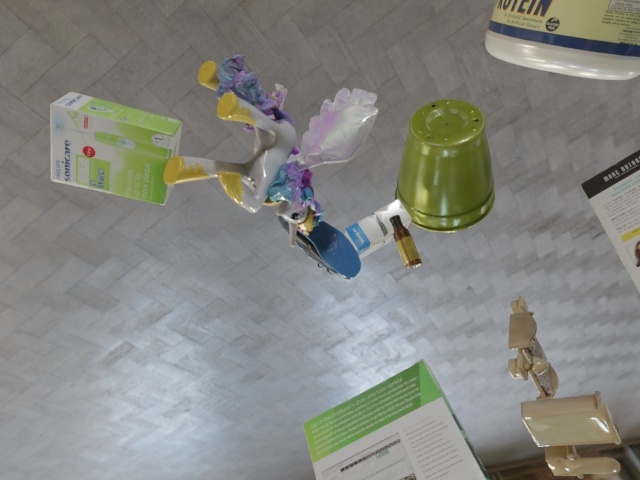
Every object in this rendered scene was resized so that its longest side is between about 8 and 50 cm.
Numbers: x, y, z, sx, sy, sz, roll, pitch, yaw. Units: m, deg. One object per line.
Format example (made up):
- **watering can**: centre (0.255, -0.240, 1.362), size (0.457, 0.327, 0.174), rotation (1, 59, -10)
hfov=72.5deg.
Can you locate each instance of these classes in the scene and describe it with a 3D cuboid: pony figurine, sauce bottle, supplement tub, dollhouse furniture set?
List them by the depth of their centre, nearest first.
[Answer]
- **supplement tub**: centre (0.388, -0.412, 0.600), size (0.235, 0.235, 0.325), rotation (-3, 123, -15)
- **pony figurine**: centre (-0.088, -0.189, 0.863), size (0.363, 0.303, 0.351), rotation (25, 78, -54)
- **sauce bottle**: centre (0.195, 0.002, 1.010), size (0.042, 0.128, 0.042), rotation (-16, 163, -5)
- **dollhouse furniture set**: centre (0.627, 0.348, 1.116), size (0.174, 0.355, 0.303), rotation (-21, 108, 34)

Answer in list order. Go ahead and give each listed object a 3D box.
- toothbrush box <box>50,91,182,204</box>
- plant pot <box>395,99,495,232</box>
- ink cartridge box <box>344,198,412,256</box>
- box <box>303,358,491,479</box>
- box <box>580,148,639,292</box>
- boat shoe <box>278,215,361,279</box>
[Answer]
- **toothbrush box**: centre (-0.525, -0.235, 1.135), size (0.283, 0.122, 0.206), rotation (14, 120, -12)
- **plant pot**: centre (0.437, -0.280, 1.528), size (0.366, 0.366, 0.353), rotation (-19, 141, -1)
- **ink cartridge box**: centre (0.179, -0.029, 1.403), size (0.203, 0.086, 0.148), rotation (-29, 164, -9)
- **box**: centre (0.118, 0.356, 0.610), size (0.232, 0.322, 0.058), rotation (-30, 131, 7)
- **box**: centre (0.372, 0.005, 0.450), size (0.060, 0.244, 0.100), rotation (30, 131, -25)
- **boat shoe**: centre (0.000, 0.000, 1.122), size (0.109, 0.258, 0.089), rotation (-39, 170, -23)
